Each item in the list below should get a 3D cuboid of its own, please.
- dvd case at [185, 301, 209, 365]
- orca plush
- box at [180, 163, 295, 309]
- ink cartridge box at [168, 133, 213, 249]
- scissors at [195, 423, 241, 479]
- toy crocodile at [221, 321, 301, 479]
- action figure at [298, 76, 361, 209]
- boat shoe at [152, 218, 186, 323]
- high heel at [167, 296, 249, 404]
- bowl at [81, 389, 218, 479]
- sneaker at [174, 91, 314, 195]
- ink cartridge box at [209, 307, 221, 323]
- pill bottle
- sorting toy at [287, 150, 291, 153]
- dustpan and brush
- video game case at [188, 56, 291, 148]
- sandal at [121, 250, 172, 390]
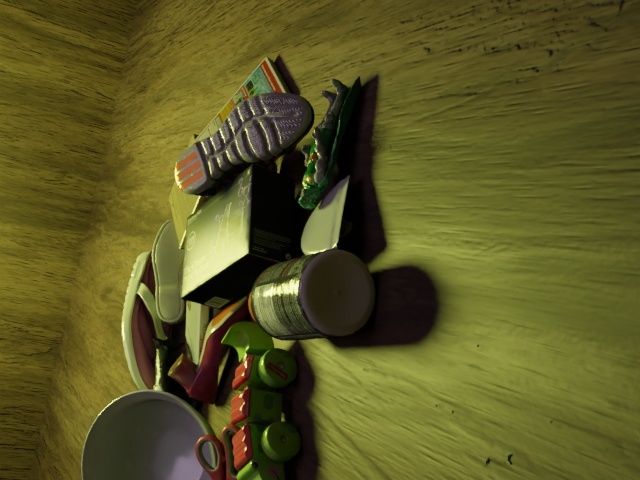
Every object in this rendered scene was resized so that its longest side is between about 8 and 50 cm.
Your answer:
[{"bbox_3d":[-0.270,0.161,1.769,0.180,0.022,0.253,-120,31,-54],"label":"dvd case"},{"bbox_3d":[-0.300,0.349,1.782,0.151,0.102,0.287,68,-166,-53],"label":"orca plush"},{"bbox_3d":[-0.158,-0.001,1.534,0.261,0.103,0.184,-32,47,47],"label":"box"},{"bbox_3d":[-0.280,-0.113,1.929,0.193,0.088,0.234,-64,29,27],"label":"ink cartridge box"},{"bbox_3d":[-0.163,0.486,1.466,0.109,0.021,0.297,-14,79,18],"label":"scissors"},{"bbox_3d":[-0.106,0.293,1.362,0.115,0.105,0.340,-46,39,47],"label":"toy crocodile"},{"bbox_3d":[0.004,-0.159,1.382,0.137,0.064,0.232,136,150,-66],"label":"action figure"},{"bbox_3d":[-0.354,0.077,1.982,0.079,0.095,0.254,75,-171,-79],"label":"boat shoe"},{"bbox_3d":[-0.195,0.227,1.656,0.244,0.117,0.082,-49,14,8],"label":"high heel"},{"bbox_3d":[-0.310,0.441,1.605,0.298,0.134,0.297,-3,82,19],"label":"bowl"},{"bbox_3d":[-0.115,-0.176,1.561,0.321,0.180,0.124,-23,73,30],"label":"sneaker"},{"bbox_3d":[-0.231,0.141,1.774,0.189,0.066,0.232,-133,38,-61],"label":"ink cartridge box"},{"bbox_3d":[-0.028,0.091,1.274,0.246,0.131,0.130,-16,64,61],"label":"pill bottle"},{"bbox_3d":[-0.082,-0.220,1.632,0.061,0.042,0.102,-50,37,43],"label":"sorting toy"},{"bbox_3d":[0.000,0.000,1.361,0.211,0.060,0.147,-34,36,46],"label":"dustpan and brush"},{"bbox_3d":[-0.180,-0.250,1.766,0.285,0.025,0.204,-46,35,16],"label":"video game case"},{"bbox_3d":[-0.413,0.185,2.029,0.102,0.169,0.416,-18,51,14],"label":"sandal"}]
